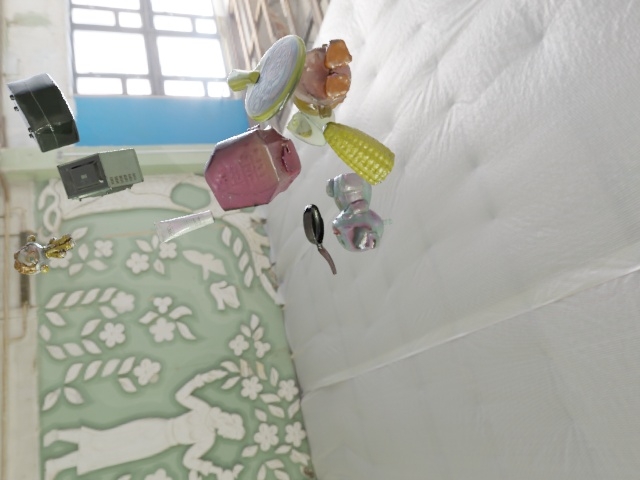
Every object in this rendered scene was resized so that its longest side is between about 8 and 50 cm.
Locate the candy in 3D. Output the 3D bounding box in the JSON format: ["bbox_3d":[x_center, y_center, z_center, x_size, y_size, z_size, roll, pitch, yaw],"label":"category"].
[{"bbox_3d":[0.091,-0.233,1.181,0.094,0.198,0.106,-40,-159,47],"label":"candy"}]

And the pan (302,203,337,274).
[{"bbox_3d":[-0.003,0.001,1.299,0.115,0.040,0.212,-51,124,-66],"label":"pan"}]

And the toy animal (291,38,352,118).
[{"bbox_3d":[-0.005,-0.417,1.260,0.281,0.168,0.196,-133,-134,-86],"label":"toy animal"}]

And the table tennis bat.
[{"bbox_3d":[-0.151,-0.417,1.197,0.368,0.054,0.224,27,-85,53],"label":"table tennis bat"}]

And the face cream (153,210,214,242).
[{"bbox_3d":[-0.581,-0.070,2.008,0.058,0.243,0.092,-3,-74,69],"label":"face cream"}]

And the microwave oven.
[{"bbox_3d":[-0.698,-0.206,1.488,0.204,0.163,0.129,-9,-77,28],"label":"microwave oven"}]

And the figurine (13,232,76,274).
[{"bbox_3d":[-0.683,0.028,1.152,0.101,0.143,0.068,33,-19,10],"label":"figurine"}]

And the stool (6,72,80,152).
[{"bbox_3d":[-0.890,-0.408,1.503,0.232,0.141,0.232,41,-32,33],"label":"stool"}]

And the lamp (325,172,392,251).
[{"bbox_3d":[0.154,-0.107,1.817,0.247,0.247,0.302,-8,-88,63],"label":"lamp"}]

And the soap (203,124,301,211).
[{"bbox_3d":[-0.199,-0.208,1.360,0.324,0.127,0.220,-7,-60,38],"label":"soap"}]

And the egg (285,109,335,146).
[{"bbox_3d":[-0.020,-0.552,2.125,0.162,0.206,0.271,-57,-174,-12],"label":"egg"}]
